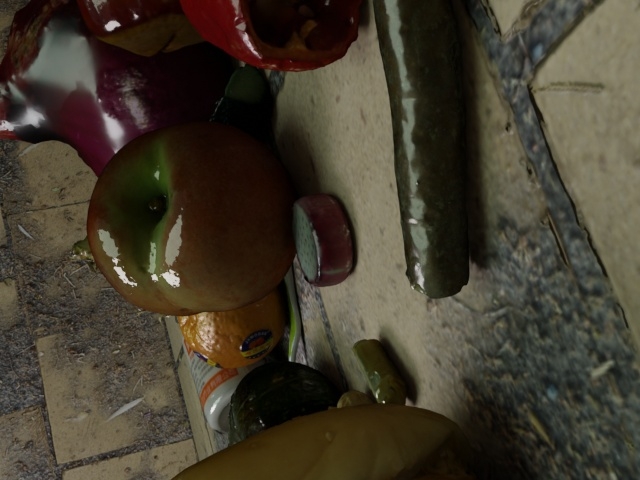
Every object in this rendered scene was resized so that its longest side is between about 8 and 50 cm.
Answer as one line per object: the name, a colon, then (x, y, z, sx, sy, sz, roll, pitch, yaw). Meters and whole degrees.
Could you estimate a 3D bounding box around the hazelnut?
hazelnut: (-0.193, -0.336, 0.866, 0.181, 0.212, 0.181, -32, 70, 62)

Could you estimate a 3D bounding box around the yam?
yam: (0.072, -0.096, 0.492, 0.061, 0.061, 0.274, -151, 50, -66)

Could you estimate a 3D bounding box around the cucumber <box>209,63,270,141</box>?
cucumber: (-0.115, -0.143, 0.973, 0.085, 0.115, 0.193, 29, 143, 4)

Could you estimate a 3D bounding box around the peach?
peach: (-0.144, -0.023, 0.872, 0.252, 0.252, 0.253, 168, 90, -71)

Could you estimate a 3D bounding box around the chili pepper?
chili pepper: (-0.080, -0.257, 0.715, 0.338, 0.134, 0.131, 49, 159, 53)

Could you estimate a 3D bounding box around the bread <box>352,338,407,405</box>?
bread: (0.060, 0.132, 0.706, 0.088, 0.033, 0.049, -120, 11, -51)

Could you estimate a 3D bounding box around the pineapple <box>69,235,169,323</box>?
pineapple: (-0.334, 0.061, 1.417, 0.344, 0.286, 0.209, -121, 26, -46)

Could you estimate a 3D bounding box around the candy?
candy: (0.000, 0.000, 0.780, 0.103, 0.043, 0.103, 167, 90, -71)

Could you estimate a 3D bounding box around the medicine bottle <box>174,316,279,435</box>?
medicine bottle: (-0.151, 0.181, 1.185, 0.252, 0.144, 0.145, -119, 25, -43)

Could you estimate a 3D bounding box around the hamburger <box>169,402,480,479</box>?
hamburger: (-0.001, 0.257, 0.571, 0.305, 0.284, 0.174, 98, 151, -55)

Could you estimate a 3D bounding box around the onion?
onion: (-0.355, -0.239, 1.082, 0.398, 0.420, 0.399, 46, 145, 46)

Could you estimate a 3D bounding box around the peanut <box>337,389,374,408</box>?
peanut: (0.048, 0.194, 0.756, 0.113, 0.053, 0.054, -147, 47, -65)

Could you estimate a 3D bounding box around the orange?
orange: (-0.129, 0.096, 1.043, 0.177, 0.155, 0.178, 47, 150, 38)

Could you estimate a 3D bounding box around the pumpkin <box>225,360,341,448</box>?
pumpkin: (-0.042, 0.270, 0.892, 0.238, 0.159, 0.238, 169, 90, -76)

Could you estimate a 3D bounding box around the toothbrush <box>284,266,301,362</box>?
toothbrush: (-0.042, 0.109, 0.996, 0.022, 0.026, 0.263, 17, 118, 62)
